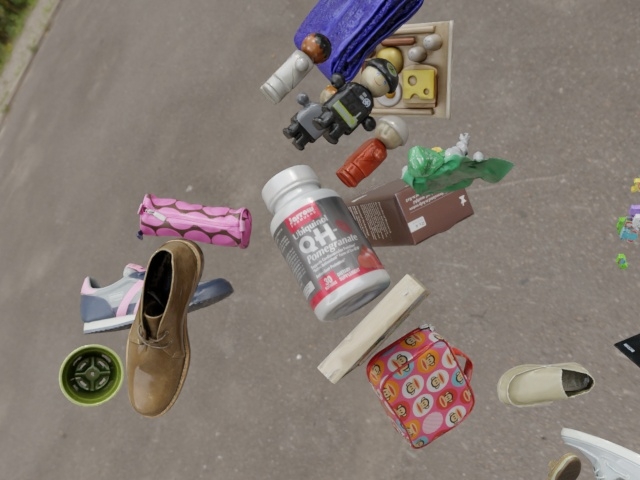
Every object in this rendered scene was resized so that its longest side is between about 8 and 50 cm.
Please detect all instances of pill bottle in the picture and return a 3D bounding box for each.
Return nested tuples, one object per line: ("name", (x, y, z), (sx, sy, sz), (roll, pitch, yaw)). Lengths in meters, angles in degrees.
("pill bottle", (0.000, 0.000, 1.282), (0.176, 0.176, 0.318), (-39, 70, 24))

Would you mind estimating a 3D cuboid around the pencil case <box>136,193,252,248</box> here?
("pencil case", (-0.236, -0.035, 1.128), (0.098, 0.209, 0.095), (99, 177, -72))

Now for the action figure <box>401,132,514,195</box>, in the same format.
("action figure", (0.160, -0.094, 0.763), (0.137, 0.232, 0.063), (-23, 82, 25))

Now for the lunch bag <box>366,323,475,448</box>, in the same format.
("lunch bag", (0.277, 0.370, 1.531), (0.258, 0.293, 0.120), (-32, 28, -10))

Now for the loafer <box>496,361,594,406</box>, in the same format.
("loafer", (0.584, 0.366, 1.527), (0.092, 0.269, 0.101), (151, 109, -76))

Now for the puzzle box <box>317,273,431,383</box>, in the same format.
("puzzle box", (0.142, 0.198, 1.381), (0.052, 0.409, 0.272), (44, 95, 13))

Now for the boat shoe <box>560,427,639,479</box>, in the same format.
("boat shoe", (0.580, 0.446, 1.163), (0.228, 0.079, 0.081), (20, 78, 33))

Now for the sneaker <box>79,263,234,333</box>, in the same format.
("sneaker", (-0.342, 0.099, 1.216), (0.319, 0.112, 0.131), (-13, 80, -1))

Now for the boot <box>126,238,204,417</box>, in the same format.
("boot", (-0.268, 0.149, 0.954), (0.115, 0.112, 0.305), (-49, -29, -83))

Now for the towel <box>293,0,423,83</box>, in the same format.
("towel", (0.054, -0.441, 1.171), (0.227, 0.076, 0.308), (-44, 32, 10))

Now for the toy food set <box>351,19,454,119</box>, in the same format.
("toy food set", (0.174, -0.401, 1.420), (0.306, 0.092, 0.219), (10, 112, 34))

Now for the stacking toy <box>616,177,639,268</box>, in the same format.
("stacking toy", (0.885, -0.046, 1.672), (0.052, 0.221, 0.167), (11, 49, 16))

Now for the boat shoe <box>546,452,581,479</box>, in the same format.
("boat shoe", (0.630, 0.614, 1.571), (0.072, 0.068, 0.190), (-104, 16, -53))

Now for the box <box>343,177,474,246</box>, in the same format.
("box", (0.191, -0.077, 1.535), (0.191, 0.143, 0.381), (-26, 10, -23))

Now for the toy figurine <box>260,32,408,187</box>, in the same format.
("toy figurine", (0.028, -0.216, 0.959), (0.148, 0.213, 0.209), (-46, 59, -8))

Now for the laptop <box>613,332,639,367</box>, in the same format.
("laptop", (0.946, 0.342, 1.533), (0.136, 0.264, 0.234), (-49, 34, 11))

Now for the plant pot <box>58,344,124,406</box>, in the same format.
("plant pot", (-0.326, 0.191, 0.844), (0.079, 0.083, 0.083), (-27, 45, 66))
